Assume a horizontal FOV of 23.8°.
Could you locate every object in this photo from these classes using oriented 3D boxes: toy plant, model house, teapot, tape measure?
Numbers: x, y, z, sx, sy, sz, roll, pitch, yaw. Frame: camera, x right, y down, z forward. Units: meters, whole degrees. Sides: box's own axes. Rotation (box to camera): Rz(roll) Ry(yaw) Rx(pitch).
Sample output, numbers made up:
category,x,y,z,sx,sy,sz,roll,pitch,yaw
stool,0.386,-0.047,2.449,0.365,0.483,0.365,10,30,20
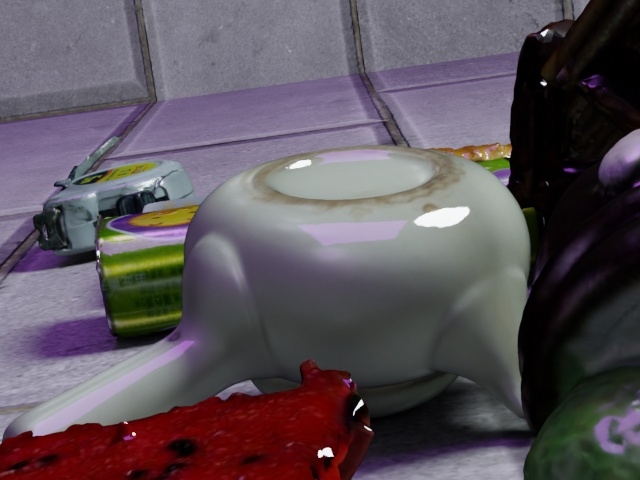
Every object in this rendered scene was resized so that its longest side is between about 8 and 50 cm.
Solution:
category,x,y,z,sx,sy,sz,roll,pitch,yaw
toy plant,0.185,0.061,0.646,0.218,0.175,0.235,-14,38,5
model house,0.268,-0.048,1.079,0.282,0.297,0.317,-46,-11,36
teapot,-0.029,0.040,0.895,0.318,0.149,0.220,-8,18,-8
tape measure,-0.207,-0.052,1.650,0.164,0.084,0.330,-5,12,4

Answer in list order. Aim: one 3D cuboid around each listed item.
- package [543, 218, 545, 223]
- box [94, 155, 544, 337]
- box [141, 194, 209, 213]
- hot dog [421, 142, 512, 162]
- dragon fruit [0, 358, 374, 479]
category,x,y,z,sx,sy,sz,roll,pitch,yaw
package,0.214,-0.024,1.397,0.110,0.015,0.037,-5,6,7
box,0.000,0.000,1.210,0.346,0.097,0.134,-8,10,-3
box,-0.038,-0.009,1.359,0.243,0.067,0.155,-9,13,-3
hot dog,0.120,-0.060,1.519,0.289,0.068,0.083,-10,4,-5
dragon fruit,-0.143,0.154,0.520,0.344,0.100,0.282,-10,12,5
